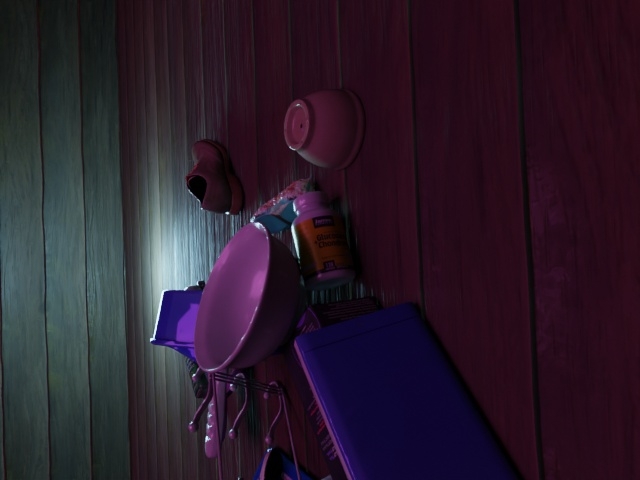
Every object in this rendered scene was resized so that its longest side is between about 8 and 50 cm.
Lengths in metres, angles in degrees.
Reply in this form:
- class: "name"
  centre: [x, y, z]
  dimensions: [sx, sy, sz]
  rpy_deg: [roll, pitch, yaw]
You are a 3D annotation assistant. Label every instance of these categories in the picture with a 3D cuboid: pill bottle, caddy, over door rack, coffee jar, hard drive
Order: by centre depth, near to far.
- class: "hard drive"
  centre: [0.116, 0.251, 0.697]
  dimensions: [0.040, 0.210, 0.318]
  rpy_deg: [101, 149, -50]
- class: "pill bottle"
  centre: [0.000, 0.000, 0.963]
  dimensions: [0.103, 0.103, 0.184]
  rpy_deg: [-38, 60, 51]
- class: "over door rack"
  centre: [-0.154, 0.435, 1.058]
  dimensions: [0.108, 0.240, 0.324]
  rpy_deg: [-49, 41, 15]
- class: "caddy"
  centre: [-0.246, 0.221, 1.178]
  dimensions: [0.342, 0.241, 0.179]
  rpy_deg: [-2, 76, 29]
- class: "coffee jar"
  centre: [-0.398, 0.424, 1.616]
  dimensions: [0.184, 0.079, 0.096]
  rpy_deg: [60, 137, 38]

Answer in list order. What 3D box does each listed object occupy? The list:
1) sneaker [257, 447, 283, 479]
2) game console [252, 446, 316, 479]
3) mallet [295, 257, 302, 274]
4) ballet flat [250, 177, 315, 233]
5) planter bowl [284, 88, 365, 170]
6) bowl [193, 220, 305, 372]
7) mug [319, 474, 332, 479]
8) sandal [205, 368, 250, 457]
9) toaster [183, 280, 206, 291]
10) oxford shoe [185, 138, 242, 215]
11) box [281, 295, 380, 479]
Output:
- class: "sneaker"
  centre: [-0.138, 0.573, 1.136]
  dimensions: [0.075, 0.057, 0.161]
  rpy_deg: [-23, 45, 36]
- class: "game console"
  centre: [-0.052, 0.676, 1.140]
  dimensions: [0.293, 0.173, 0.250]
  rpy_deg: [3, 63, 57]
- class: "mallet"
  centre: [-0.082, 0.074, 1.163]
  dimensions: [0.190, 0.063, 0.039]
  rpy_deg: [147, 118, -69]
- class: "ballet flat"
  centre: [-0.082, -0.077, 1.127]
  dimensions: [0.241, 0.091, 0.077]
  rpy_deg: [-22, 43, 51]
- class: "planter bowl"
  centre: [-0.003, -0.223, 0.956]
  dimensions: [0.162, 0.109, 0.161]
  rpy_deg: [2, 93, 56]
- class: "bowl"
  centre: [-0.123, 0.123, 0.950]
  dimensions: [0.298, 0.134, 0.297]
  rpy_deg: [-38, 39, 40]
- class: "mug"
  centre: [0.029, 0.505, 0.973]
  dimensions: [0.078, 0.064, 0.062]
  rpy_deg: [21, 108, 55]
- class: "sandal"
  centre: [-0.253, 0.391, 1.374]
  dimensions: [0.169, 0.102, 0.415]
  rpy_deg: [135, 143, -69]
- class: "toaster"
  centre: [-0.360, 0.241, 1.509]
  dimensions: [0.146, 0.129, 0.226]
  rpy_deg: [36, 129, 55]
- class: "oxford shoe"
  centre: [-0.347, -0.208, 1.465]
  dimensions: [0.348, 0.130, 0.122]
  rpy_deg: [54, 133, 41]
- class: "box"
  centre: [0.063, 0.254, 0.838]
  dimensions: [0.270, 0.144, 0.165]
  rpy_deg: [63, 141, 34]
